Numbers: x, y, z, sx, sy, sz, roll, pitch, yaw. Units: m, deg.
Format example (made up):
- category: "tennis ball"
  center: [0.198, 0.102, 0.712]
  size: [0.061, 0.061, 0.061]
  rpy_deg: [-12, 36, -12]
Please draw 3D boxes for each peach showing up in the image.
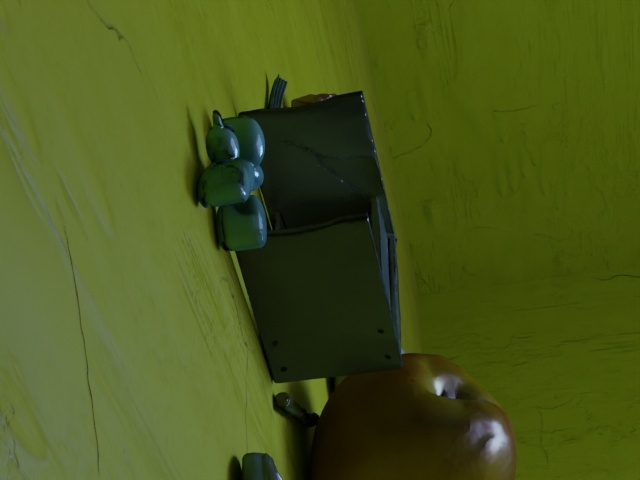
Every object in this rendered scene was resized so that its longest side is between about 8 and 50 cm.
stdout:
- category: "peach"
  center: [0.114, 0.320, 1.691]
  size: [0.308, 0.289, 0.289]
  rpy_deg: [-62, -179, 14]

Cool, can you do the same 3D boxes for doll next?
- category: "doll"
  center: [-0.092, -0.072, 1.341]
  size: [0.159, 0.059, 0.159]
  rpy_deg: [64, 20, -62]

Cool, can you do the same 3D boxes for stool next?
- category: "stool"
  center: [0.000, 0.000, 1.533]
  size: [0.244, 0.170, 0.270]
  rpy_deg: [-90, 169, -48]

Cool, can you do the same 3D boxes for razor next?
- category: "razor"
  center: [-0.063, -0.180, 1.749]
  size: [0.068, 0.037, 0.191]
  rpy_deg: [32, 27, -21]

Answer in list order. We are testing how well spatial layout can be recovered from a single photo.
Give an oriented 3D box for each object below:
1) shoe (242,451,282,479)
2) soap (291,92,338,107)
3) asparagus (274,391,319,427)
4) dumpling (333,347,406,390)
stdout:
- category: "shoe"
  center: [-0.026, 0.340, 1.267]
  size: [0.103, 0.100, 0.251]
  rpy_deg: [-4, 84, -83]
- category: "soap"
  center: [0.009, -0.084, 1.943]
  size: [0.218, 0.098, 0.273]
  rpy_deg: [70, 15, -57]
- category: "asparagus"
  center: [-0.028, 0.231, 1.639]
  size: [0.024, 0.025, 0.248]
  rpy_deg: [40, -5, 17]
- category: "dumpling"
  center: [0.087, 0.235, 2.056]
  size: [0.162, 0.132, 0.250]
  rpy_deg: [-25, 112, -84]
